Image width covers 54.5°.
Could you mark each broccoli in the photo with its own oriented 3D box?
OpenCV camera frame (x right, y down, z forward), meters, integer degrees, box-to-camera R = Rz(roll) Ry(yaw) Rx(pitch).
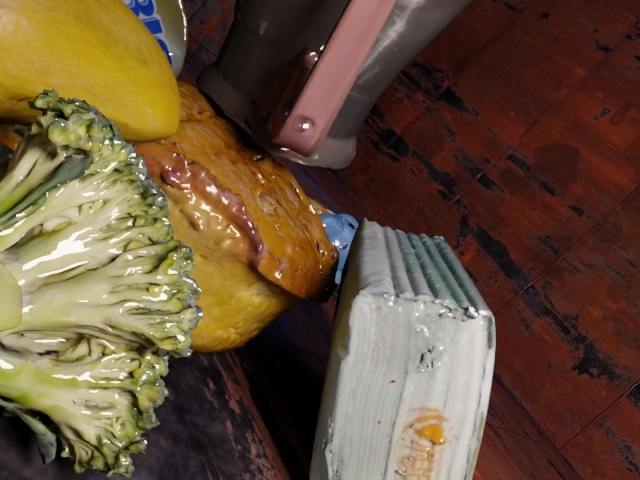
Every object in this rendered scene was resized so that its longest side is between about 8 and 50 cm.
[{"bbox_3d":[-0.244,0.025,0.338,0.361,0.221,0.252,19,59,-60],"label":"broccoli"}]

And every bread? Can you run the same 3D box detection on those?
[{"bbox_3d":[-0.157,-0.042,0.763,0.398,0.215,0.398,44,12,-11],"label":"bread"}]

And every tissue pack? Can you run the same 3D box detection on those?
[{"bbox_3d":[0.089,0.148,0.761,0.162,0.287,0.388,8,12,2],"label":"tissue pack"}]

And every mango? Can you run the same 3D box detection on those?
[{"bbox_3d":[-0.252,-0.173,0.461,0.332,0.142,0.195,7,49,-61],"label":"mango"}]

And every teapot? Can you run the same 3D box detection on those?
[{"bbox_3d":[0.017,-0.268,0.747,0.306,0.361,0.376,22,26,-15],"label":"teapot"}]

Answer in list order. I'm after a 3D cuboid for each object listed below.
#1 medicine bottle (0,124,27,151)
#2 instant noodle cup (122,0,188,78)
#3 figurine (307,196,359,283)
[{"bbox_3d":[-0.314,-0.071,0.597,0.096,0.096,0.192,32,17,-48],"label":"medicine bottle"},{"bbox_3d":[-0.351,-0.320,0.947,0.296,0.296,0.214,41,4,-20],"label":"instant noodle cup"},{"bbox_3d":[-0.002,0.000,1.409,0.262,0.154,0.180,21,29,-22],"label":"figurine"}]
